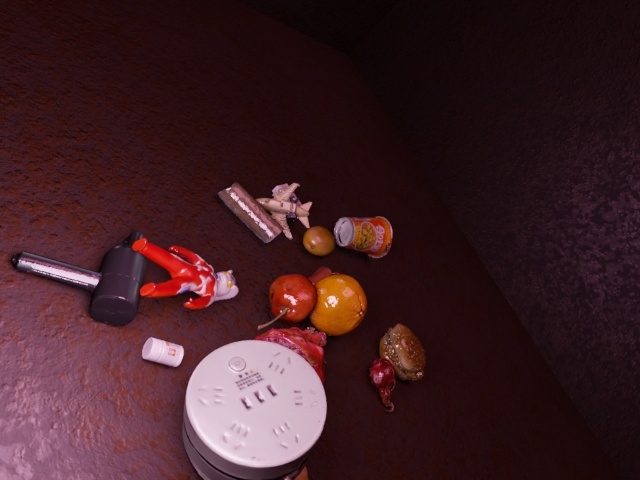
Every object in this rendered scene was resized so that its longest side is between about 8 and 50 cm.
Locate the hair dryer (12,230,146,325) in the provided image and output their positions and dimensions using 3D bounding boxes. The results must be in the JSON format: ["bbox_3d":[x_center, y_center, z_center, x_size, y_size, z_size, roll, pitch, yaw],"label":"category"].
[{"bbox_3d":[-0.586,0.054,1.375,0.302,0.116,0.244,23,36,-27],"label":"hair dryer"}]

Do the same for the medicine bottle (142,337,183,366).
[{"bbox_3d":[-0.397,0.283,1.399,0.089,0.057,0.057,26,38,-34],"label":"medicine bottle"}]

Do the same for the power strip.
[{"bbox_3d":[-0.152,0.423,1.327,0.357,0.162,0.358,10,41,-9],"label":"power strip"}]

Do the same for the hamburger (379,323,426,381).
[{"bbox_3d":[0.330,0.434,2.138,0.215,0.122,0.189,53,28,1],"label":"hamburger"}]

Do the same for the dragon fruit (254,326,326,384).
[{"bbox_3d":[-0.051,0.339,1.726,0.262,0.134,0.211,49,27,-2],"label":"dragon fruit"}]

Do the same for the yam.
[{"bbox_3d":[-0.250,-0.101,1.996,0.259,0.093,0.093,46,30,-7],"label":"yam"}]

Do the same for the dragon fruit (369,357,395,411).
[{"bbox_3d":[0.227,0.506,1.959,0.094,0.094,0.191,18,54,-43],"label":"dragon fruit"}]

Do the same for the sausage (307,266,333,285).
[{"bbox_3d":[-0.006,0.153,2.056,0.077,0.077,0.194,50,30,1],"label":"sausage"}]

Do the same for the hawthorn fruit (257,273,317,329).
[{"bbox_3d":[-0.108,0.208,1.755,0.165,0.165,0.285,47,23,-4],"label":"hawthorn fruit"}]

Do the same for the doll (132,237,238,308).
[{"bbox_3d":[-0.354,0.105,1.529,0.384,0.099,0.189,25,43,-62],"label":"doll"}]

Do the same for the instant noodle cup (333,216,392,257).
[{"bbox_3d":[0.178,-0.024,2.416,0.212,0.193,0.193,7,50,-40],"label":"instant noodle cup"}]

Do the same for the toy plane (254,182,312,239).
[{"bbox_3d":[-0.143,-0.126,2.146,0.244,0.092,0.229,15,72,-31],"label":"toy plane"}]

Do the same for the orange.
[{"bbox_3d":[0.059,0.224,1.921,0.219,0.193,0.220,-3,97,-30],"label":"orange"}]

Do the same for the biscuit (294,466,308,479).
[{"bbox_3d":[-0.120,0.556,1.421,0.213,0.091,0.274,21,40,-22],"label":"biscuit"}]

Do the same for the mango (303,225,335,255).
[{"bbox_3d":[0.000,0.000,2.227,0.130,0.092,0.194,48,21,2],"label":"mango"}]

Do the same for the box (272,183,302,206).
[{"bbox_3d":[-0.125,-0.159,2.278,0.154,0.040,0.084,55,32,5],"label":"box"}]
